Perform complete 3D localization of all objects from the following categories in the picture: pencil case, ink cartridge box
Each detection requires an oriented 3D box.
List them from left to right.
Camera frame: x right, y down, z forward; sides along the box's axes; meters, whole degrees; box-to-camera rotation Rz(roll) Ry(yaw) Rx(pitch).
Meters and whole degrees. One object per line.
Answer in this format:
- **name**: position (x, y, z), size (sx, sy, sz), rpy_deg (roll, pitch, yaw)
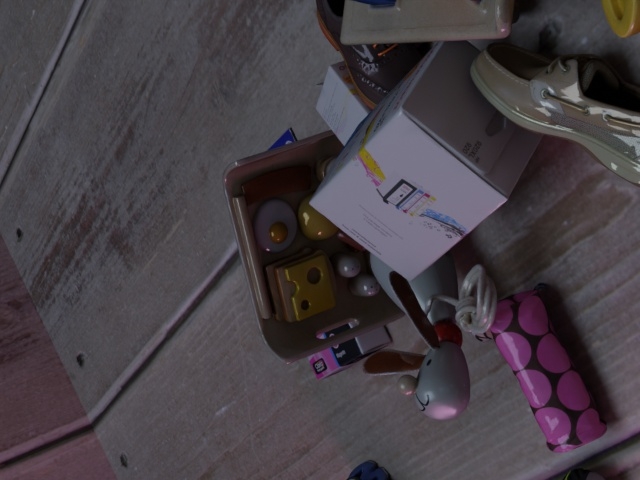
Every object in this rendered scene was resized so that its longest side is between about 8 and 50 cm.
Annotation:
- **ink cartridge box**: position (-0.023, 0.025, 2.498), size (0.371, 0.069, 0.176), rpy_deg (67, 152, 8)
- **ink cartridge box**: position (0.065, -0.185, 2.167), size (0.143, 0.092, 0.090), rpy_deg (54, 148, 24)
- **ink cartridge box**: position (0.134, -0.102, 1.939), size (0.168, 0.171, 0.233), rpy_deg (38, 140, -7)
- **pencil case**: position (0.286, 0.165, 2.027), size (0.098, 0.095, 0.209), rpy_deg (117, 129, -85)

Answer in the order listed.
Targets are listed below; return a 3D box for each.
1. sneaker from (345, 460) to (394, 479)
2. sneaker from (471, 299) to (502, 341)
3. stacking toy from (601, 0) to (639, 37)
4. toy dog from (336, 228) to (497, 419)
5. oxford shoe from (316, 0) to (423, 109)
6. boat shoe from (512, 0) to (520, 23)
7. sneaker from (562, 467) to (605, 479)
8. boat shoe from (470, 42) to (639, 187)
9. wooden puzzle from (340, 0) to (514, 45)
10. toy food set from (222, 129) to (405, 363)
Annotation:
- **sneaker**: position (0.086, 0.482, 2.488), size (0.315, 0.182, 0.127), rpy_deg (34, 138, 47)
- **sneaker**: position (0.233, 0.119, 2.128), size (0.044, 0.040, 0.109), rpy_deg (51, 163, 13)
- **stacking toy**: position (0.329, -0.382, 1.624), size (0.279, 0.130, 0.309), rpy_deg (-114, 15, -71)
- **toy dog**: position (0.107, 0.074, 2.097), size (0.333, 0.161, 0.220), rpy_deg (-104, 23, -62)
- **oxford shoe**: position (0.070, -0.254, 2.082), size (0.271, 0.097, 0.098), rpy_deg (51, 170, 29)
- **boat shoe**: position (0.121, -0.336, 1.945), size (0.324, 0.123, 0.116), rpy_deg (31, 127, 47)
- **sneaker**: position (0.346, 0.462, 2.118), size (0.147, 0.145, 0.384), rpy_deg (17, 126, 16)
- **boat shoe**: position (0.296, -0.163, 1.781), size (0.302, 0.109, 0.098), rpy_deg (37, 133, 36)
- **wooden puzzle**: position (0.113, -0.385, 1.782), size (0.348, 0.080, 0.322), rpy_deg (8, 91, 60)
- **toy food set**: position (0.000, 0.000, 2.271), size (0.092, 0.220, 0.306), rpy_deg (10, 117, 58)
